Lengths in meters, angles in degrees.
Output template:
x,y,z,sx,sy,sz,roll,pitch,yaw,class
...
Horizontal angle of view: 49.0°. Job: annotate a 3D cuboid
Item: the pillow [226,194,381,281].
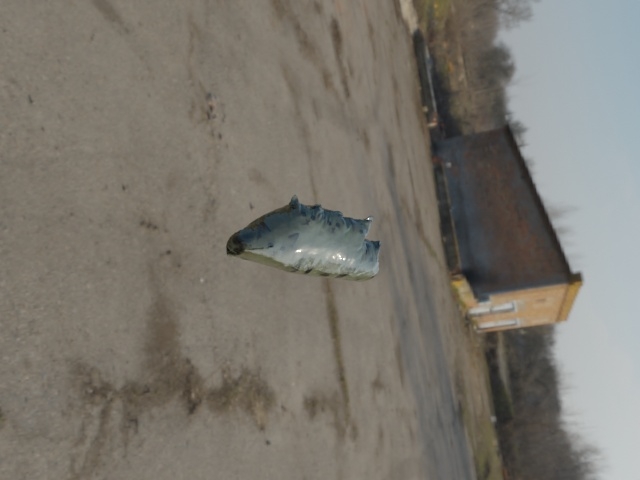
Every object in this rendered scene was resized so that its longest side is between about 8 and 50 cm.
x,y,z,sx,sy,sz,roll,pitch,yaw,class
-0.001,-0.001,0.811,0.241,0.093,0.051,13,22,-44,pillow
